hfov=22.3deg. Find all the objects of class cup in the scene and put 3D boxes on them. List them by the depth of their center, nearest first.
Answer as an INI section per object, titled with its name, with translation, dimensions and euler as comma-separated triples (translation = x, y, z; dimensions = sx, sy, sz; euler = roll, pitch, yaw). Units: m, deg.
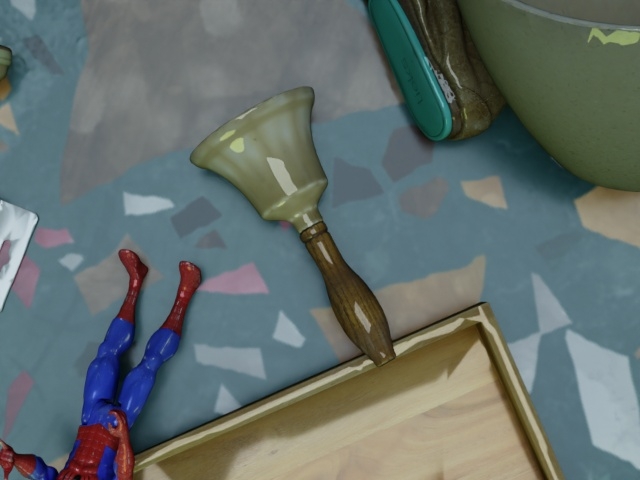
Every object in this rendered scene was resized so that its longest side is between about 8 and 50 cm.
[cup]
translation = 0.268, -0.181, 1.356
dimensions = 0.331, 0.237, 0.331
euler = -4, 43, 4

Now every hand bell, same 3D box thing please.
[hand bell]
translation = 0.000, 0.000, 1.415
dimensions = 0.126, 0.126, 0.242
euler = -31, 83, -2

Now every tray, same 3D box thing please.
[tray]
translation = -0.002, 0.228, 1.445
dimensions = 0.411, 0.076, 0.203
euler = -23, 88, -1

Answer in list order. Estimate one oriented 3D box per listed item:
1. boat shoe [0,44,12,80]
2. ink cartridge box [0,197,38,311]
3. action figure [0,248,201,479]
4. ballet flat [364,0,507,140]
[boat shoe]
translation = -0.412, -0.130, 1.424
dimensions = 0.285, 0.104, 0.089
euler = -7, 97, -16
[ink cartridge box]
translation = -0.357, -0.012, 1.453
dimensions = 0.181, 0.061, 0.104
euler = 21, 88, 0
[action figure]
translation = -0.187, 0.130, 1.370
dimensions = 0.091, 0.139, 0.280
euler = 10, 69, 16
[ballet flat]
translation = 0.079, -0.256, 1.456
dimensions = 0.124, 0.116, 0.342
euler = -29, 89, -22
